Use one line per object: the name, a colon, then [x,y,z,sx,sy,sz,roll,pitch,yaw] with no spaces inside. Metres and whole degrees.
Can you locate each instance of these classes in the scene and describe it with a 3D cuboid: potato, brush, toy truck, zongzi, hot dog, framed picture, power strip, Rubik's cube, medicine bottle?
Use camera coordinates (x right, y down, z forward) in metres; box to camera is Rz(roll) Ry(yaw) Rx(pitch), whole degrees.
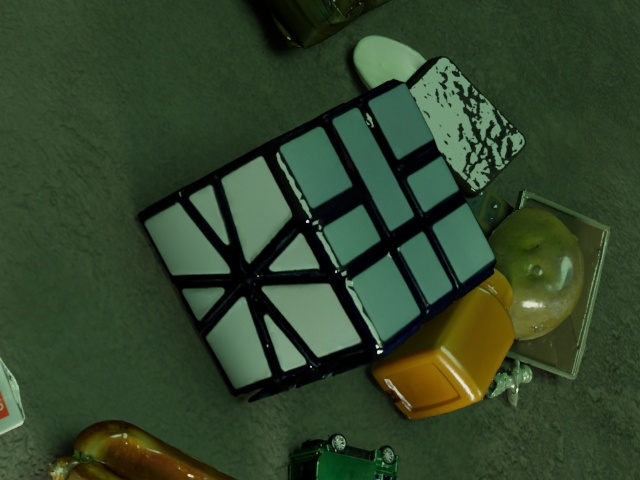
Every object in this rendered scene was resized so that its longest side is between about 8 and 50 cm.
potato: [0.336,0.050,1.993,0.182,0.117,0.202,40,73,-17]
brush: [0.200,-0.168,1.964,0.197,0.059,0.123,45,79,-5]
toy truck: [0.034,0.298,1.731,0.147,0.065,0.079,17,65,-37]
zongzi: [-0.013,-0.432,1.961,0.260,0.123,0.289,55,36,-7]
hot dog: [-0.167,0.309,1.522,0.337,0.100,0.135,33,45,-30]
framed picture: [0.355,0.071,2.073,0.189,0.023,0.260,19,80,-28]
power strip: [0.249,-0.038,2.066,0.387,0.066,0.092,39,53,-25]
Rubik's cube: [0.000,0.000,1.672,0.283,0.288,0.293,-35,100,-45]
medicine bottle: [0.186,0.135,1.876,0.112,0.149,0.222,51,46,-15]

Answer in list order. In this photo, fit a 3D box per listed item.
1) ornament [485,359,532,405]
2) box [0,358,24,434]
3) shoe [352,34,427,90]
ornament: [0.288,0.213,2.015,0.092,0.041,0.068,23,81,-47]
box: [-0.435,0.199,1.298,0.269,0.135,0.079,-22,92,-44]
shoe: [0.158,-0.213,2.050,0.265,0.110,0.095,36,84,-1]
